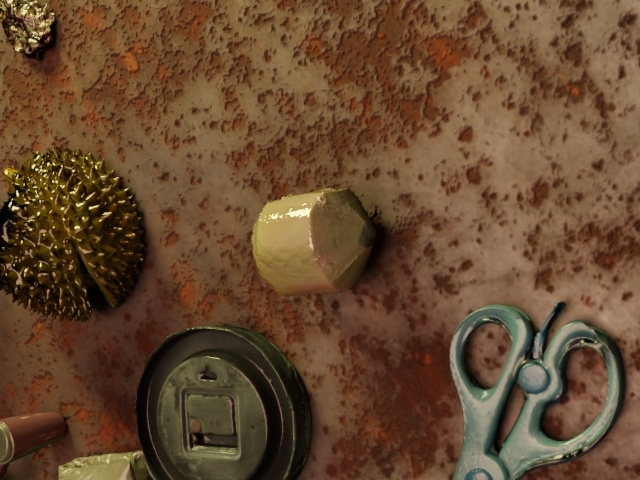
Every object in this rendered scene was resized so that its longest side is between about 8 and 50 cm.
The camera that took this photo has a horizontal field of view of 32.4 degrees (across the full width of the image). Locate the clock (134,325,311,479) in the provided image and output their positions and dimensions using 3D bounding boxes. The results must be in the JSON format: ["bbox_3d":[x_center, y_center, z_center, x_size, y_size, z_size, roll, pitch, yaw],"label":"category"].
[{"bbox_3d":[-0.115,0.209,1.279,0.226,0.049,0.226,1,92,29],"label":"clock"}]

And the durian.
[{"bbox_3d":[-0.338,-0.016,1.344,0.237,0.137,0.193,38,110,24],"label":"durian"}]

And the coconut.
[{"bbox_3d":[0.000,0.000,1.161,0.122,0.116,0.116,-9,88,29],"label":"coconut"}]

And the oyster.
[{"bbox_3d":[-0.396,-0.286,1.425,0.132,0.029,0.086,23,104,25],"label":"oyster"}]

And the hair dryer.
[{"bbox_3d":[-0.405,0.281,1.414,0.154,0.106,0.054,-47,70,22],"label":"hair dryer"}]

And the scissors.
[{"bbox_3d":[0.174,0.241,1.121,0.180,0.032,0.393,26,104,26],"label":"scissors"}]

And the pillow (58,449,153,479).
[{"bbox_3d":[-0.258,0.348,1.351,0.134,0.078,0.182,-7,88,31],"label":"pillow"}]
